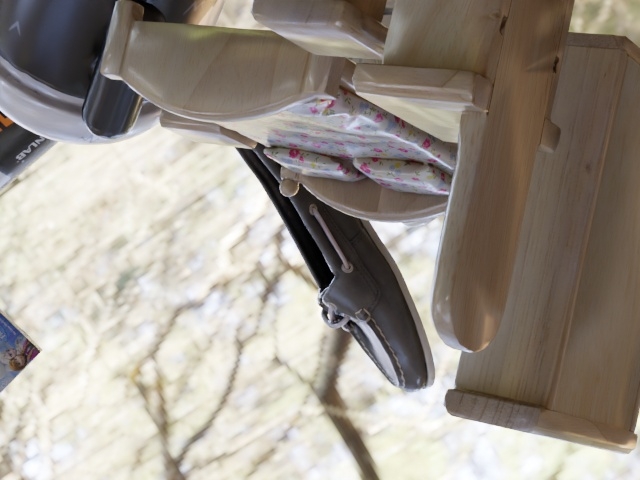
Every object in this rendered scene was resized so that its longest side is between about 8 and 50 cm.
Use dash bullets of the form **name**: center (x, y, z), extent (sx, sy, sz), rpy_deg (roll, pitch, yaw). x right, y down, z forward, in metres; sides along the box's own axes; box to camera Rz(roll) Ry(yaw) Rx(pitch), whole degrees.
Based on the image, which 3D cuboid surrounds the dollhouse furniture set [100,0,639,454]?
- **dollhouse furniture set**: center (-0.018, -0.019, 0.755), extent (0.303, 0.355, 0.174), rpy_deg (22, -101, -56)

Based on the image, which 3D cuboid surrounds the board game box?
- **board game box**: center (-0.330, 0.106, 1.462), extent (0.090, 0.090, 0.020), rpy_deg (44, 180, -3)

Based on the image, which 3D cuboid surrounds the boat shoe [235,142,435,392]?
- **boat shoe**: center (0.000, 0.000, 1.439), extent (0.335, 0.095, 0.112), rpy_deg (66, 165, 5)

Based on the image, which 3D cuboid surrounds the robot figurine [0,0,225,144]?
- **robot figurine**: center (-0.143, -0.192, 1.051), extent (0.173, 0.278, 0.209), rpy_deg (34, -140, 7)

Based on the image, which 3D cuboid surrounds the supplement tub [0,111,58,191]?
- **supplement tub**: center (-0.354, -0.172, 1.650), extent (0.193, 0.316, 0.193), rpy_deg (49, -177, -3)

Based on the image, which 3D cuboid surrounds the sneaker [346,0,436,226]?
- **sneaker**: center (0.054, -0.150, 1.719), extent (0.118, 0.110, 0.292), rpy_deg (-10, -103, -53)
